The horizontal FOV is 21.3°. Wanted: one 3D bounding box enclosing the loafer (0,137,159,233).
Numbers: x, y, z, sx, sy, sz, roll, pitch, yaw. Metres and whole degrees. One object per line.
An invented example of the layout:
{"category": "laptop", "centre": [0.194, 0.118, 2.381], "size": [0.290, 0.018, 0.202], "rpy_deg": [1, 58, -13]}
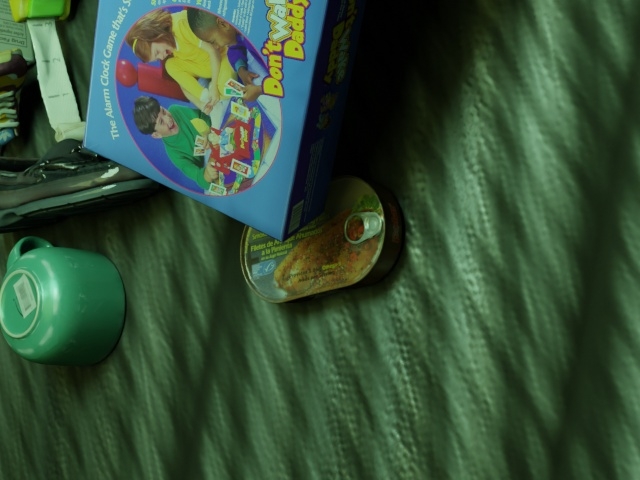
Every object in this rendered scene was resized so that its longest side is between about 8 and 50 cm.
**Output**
{"category": "loafer", "centre": [-0.295, -0.070, 1.867], "size": [0.302, 0.109, 0.095], "rpy_deg": [-12, 86, 45]}

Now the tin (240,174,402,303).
{"category": "tin", "centre": [0.000, 0.000, 1.633], "size": [0.189, 0.040, 0.106], "rpy_deg": [-15, 79, 41]}

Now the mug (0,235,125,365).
{"category": "mug", "centre": [-0.300, 0.069, 1.866], "size": [0.158, 0.097, 0.129], "rpy_deg": [14, 95, 43]}

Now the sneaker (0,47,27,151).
{"category": "sneaker", "centre": [-0.367, -0.156, 1.952], "size": [0.185, 0.069, 0.084], "rpy_deg": [137, 117, -67]}

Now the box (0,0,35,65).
{"category": "box", "centre": [-0.439, -0.348, 2.013], "size": [0.121, 0.148, 0.311], "rpy_deg": [-18, 72, 42]}

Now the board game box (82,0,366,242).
{"category": "board game box", "centre": [-0.084, -0.201, 1.531], "size": [0.233, 0.078, 0.347], "rpy_deg": [25, 125, 21]}

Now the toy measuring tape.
{"category": "toy measuring tape", "centre": [-0.296, -0.277, 1.896], "size": [0.121, 0.121, 0.330], "rpy_deg": [-23, 78, 40]}
